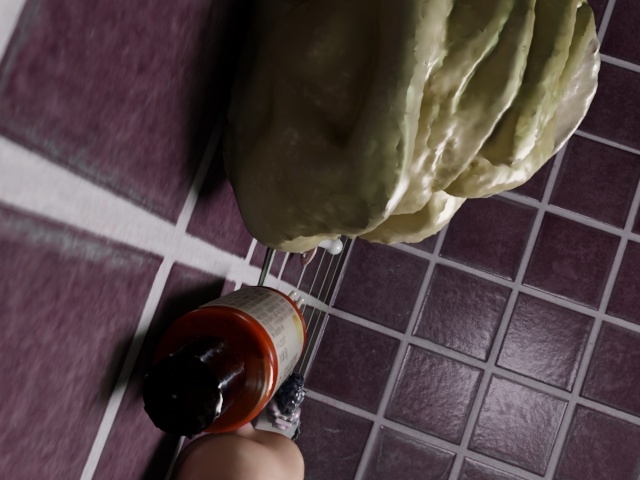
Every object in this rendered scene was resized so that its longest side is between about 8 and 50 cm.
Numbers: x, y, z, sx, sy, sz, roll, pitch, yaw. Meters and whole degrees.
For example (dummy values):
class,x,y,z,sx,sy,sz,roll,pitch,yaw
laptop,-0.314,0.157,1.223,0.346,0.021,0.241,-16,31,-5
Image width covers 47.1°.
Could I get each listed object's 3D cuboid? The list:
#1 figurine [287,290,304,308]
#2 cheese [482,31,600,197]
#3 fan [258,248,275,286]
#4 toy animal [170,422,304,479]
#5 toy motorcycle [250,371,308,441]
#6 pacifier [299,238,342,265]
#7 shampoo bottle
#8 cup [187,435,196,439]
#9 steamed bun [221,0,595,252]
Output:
class,x,y,z,sx,sy,sz,roll,pitch,yaw
figurine,-0.061,0.121,1.157,0.047,0.064,0.109,-47,-178,43
cheese,0.159,-0.230,0.890,0.292,0.332,0.153,-43,-170,31
fan,-0.093,0.101,1.017,0.152,0.008,0.227,-55,164,-67
toy animal,-0.086,0.298,0.819,0.248,0.165,0.149,69,10,-54
toy motorcycle,-0.091,0.336,1.309,0.239,0.108,0.204,91,19,-72
pacifier,0.000,0.000,1.234,0.081,0.078,0.099,-174,-77,-74
shampoo bottle,-0.082,0.104,0.651,0.278,0.104,0.105,-18,127,-82
cup,-0.127,0.187,0.831,0.083,0.074,0.055,76,-7,-74
steamed bun,0.090,-0.135,0.633,0.372,0.230,0.325,-15,128,-61
